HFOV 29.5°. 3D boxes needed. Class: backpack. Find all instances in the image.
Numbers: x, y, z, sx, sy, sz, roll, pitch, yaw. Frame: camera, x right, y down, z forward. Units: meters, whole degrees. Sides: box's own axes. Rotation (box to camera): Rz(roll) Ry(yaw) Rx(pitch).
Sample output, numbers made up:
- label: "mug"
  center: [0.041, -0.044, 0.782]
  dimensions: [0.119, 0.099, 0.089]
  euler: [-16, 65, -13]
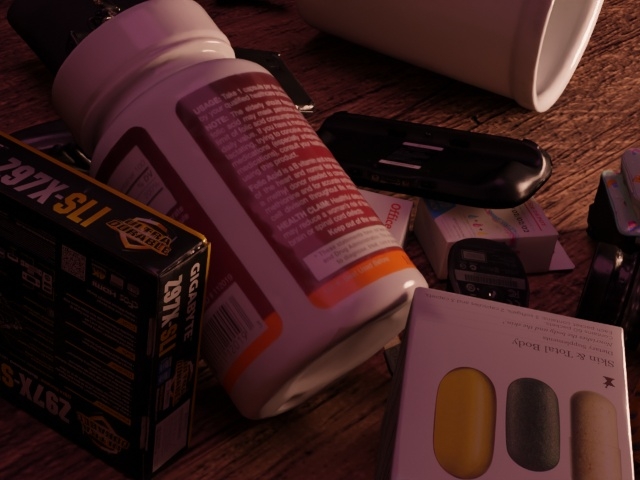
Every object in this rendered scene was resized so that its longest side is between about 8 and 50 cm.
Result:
- label: "backpack"
  center: [0.439, -0.026, 1.484]
  dimensions: [0.188, 0.144, 0.166]
  euler: [9, 32, -4]

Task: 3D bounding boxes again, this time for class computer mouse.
- label: "computer mouse"
  center: [0.148, 0.107, 1.322]
  dimensions: [0.184, 0.060, 0.262]
  euler: [4, 49, -14]

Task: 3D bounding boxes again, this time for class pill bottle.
- label: "pill bottle"
  center: [-0.090, -0.038, 1.220]
  dimensions: [0.224, 0.224, 0.392]
  euler: [-25, 72, -36]
- label: "pill bottle"
  center: [0.403, 0.077, 1.357]
  dimensions: [0.219, 0.123, 0.123]
  euler: [17, 38, 11]

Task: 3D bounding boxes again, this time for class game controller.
- label: "game controller"
  center: [0.123, -0.099, 1.525]
  dimensions: [0.319, 0.067, 0.166]
  euler: [11, 36, 27]

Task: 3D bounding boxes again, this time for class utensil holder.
- label: "utensil holder"
  center: [0.199, -0.402, 1.774]
  dimensions: [0.385, 0.327, 0.327]
  euler: [23, 39, 19]

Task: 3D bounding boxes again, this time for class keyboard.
- label: "keyboard"
  center: [-0.169, -0.222, 1.504]
  dimensions: [0.317, 0.033, 0.201]
  euler: [0, 45, -41]

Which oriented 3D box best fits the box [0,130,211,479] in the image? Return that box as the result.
- label: "box"
  center: [-0.261, 0.049, 1.146]
  dimensions: [0.322, 0.257, 0.079]
  euler: [26, 41, 22]

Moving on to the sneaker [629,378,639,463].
- label: "sneaker"
  center: [0.417, 0.107, 1.246]
  dimensions: [0.131, 0.296, 0.112]
  euler: [22, -4, -5]

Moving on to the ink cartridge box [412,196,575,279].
- label: "ink cartridge box"
  center: [0.216, -0.012, 1.482]
  dimensions: [0.181, 0.061, 0.104]
  euler: [-4, 38, -16]

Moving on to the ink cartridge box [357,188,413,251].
- label: "ink cartridge box"
  center: [0.000, 0.000, 1.408]
  dimensions: [0.191, 0.082, 0.139]
  euler: [12, 37, 7]

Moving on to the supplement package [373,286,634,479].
- label: "supplement package"
  center: [0.151, 0.211, 1.066]
  dimensions: [0.199, 0.198, 0.262]
  euler: [11, 38, 2]

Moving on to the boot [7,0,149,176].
- label: "boot"
  center: [-0.302, -0.197, 1.535]
  dimensions: [0.367, 0.146, 0.445]
  euler: [-2, 43, -35]
